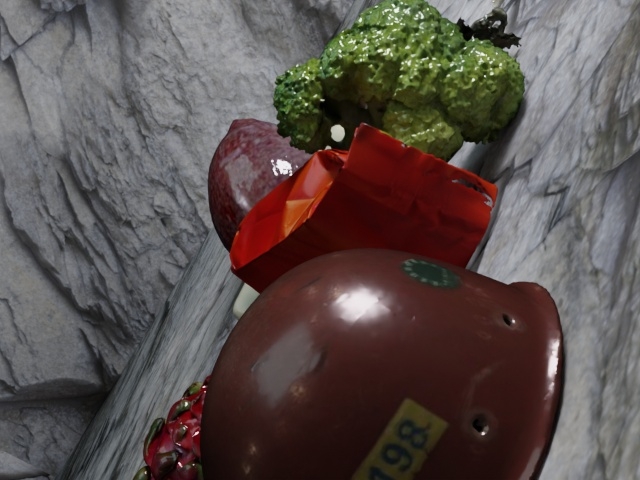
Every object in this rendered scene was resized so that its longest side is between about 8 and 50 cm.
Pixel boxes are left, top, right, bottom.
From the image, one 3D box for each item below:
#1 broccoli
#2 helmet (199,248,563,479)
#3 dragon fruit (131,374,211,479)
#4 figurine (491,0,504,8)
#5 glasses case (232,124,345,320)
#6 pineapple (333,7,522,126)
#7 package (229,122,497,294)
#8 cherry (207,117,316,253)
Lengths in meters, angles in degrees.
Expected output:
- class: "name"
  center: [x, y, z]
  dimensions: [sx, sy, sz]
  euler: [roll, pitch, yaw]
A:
- class: "broccoli"
  center: [0.073, -0.133, 1.360]
  dimensions: [0.302, 0.254, 0.186]
  euler: [-50, 40, 19]
- class: "helmet"
  center: [0.012, 0.154, 1.011]
  dimensions: [0.385, 0.230, 0.337]
  euler: [-56, 13, 10]
- class: "dragon fruit"
  center: [-0.132, 0.293, 1.393]
  dimensions: [0.273, 0.218, 0.198]
  euler: [-66, -25, -5]
- class: "figurine"
  center: [0.272, -0.374, 1.643]
  dimensions: [0.064, 0.047, 0.109]
  euler: [-87, 19, -51]
- class: "glasses case"
  center: [0.000, 0.000, 1.648]
  dimensions: [0.070, 0.131, 0.313]
  euler: [22, 80, 37]
- class: "pineapple"
  center: [0.136, -0.236, 1.623]
  dimensions: [0.361, 0.175, 0.175]
  euler: [-24, 36, 59]
- class: "package"
  center: [0.031, 0.000, 1.374]
  dimensions: [0.423, 0.196, 0.123]
  euler: [-31, 37, 64]
- class: "cherry"
  center: [-0.070, -0.065, 1.847]
  dimensions: [0.203, 0.300, 0.230]
  euler: [-25, -16, -29]
